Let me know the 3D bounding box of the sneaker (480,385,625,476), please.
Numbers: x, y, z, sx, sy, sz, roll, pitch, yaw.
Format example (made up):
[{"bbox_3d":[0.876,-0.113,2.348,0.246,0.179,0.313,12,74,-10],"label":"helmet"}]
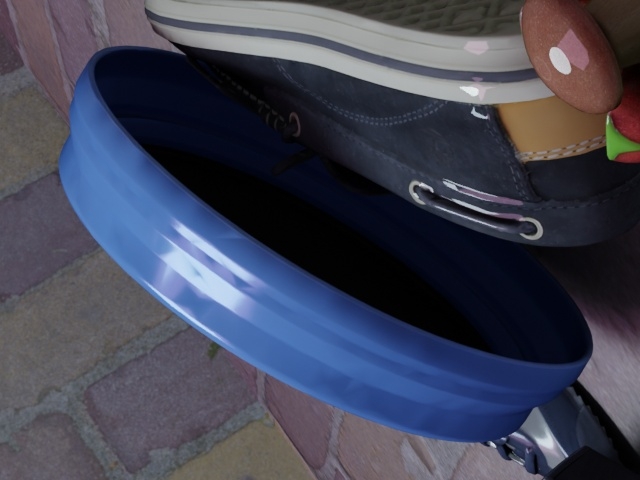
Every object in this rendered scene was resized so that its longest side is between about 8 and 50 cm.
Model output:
[{"bbox_3d":[0.117,0.130,1.434,0.319,0.131,0.112,46,163,33],"label":"sneaker"}]

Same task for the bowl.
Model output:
[{"bbox_3d":[0.000,0.000,1.186,0.391,0.077,0.391,28,-163,-9],"label":"bowl"}]

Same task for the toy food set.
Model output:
[{"bbox_3d":[0.122,-0.050,0.637,0.218,0.071,0.128,56,166,8],"label":"toy food set"}]

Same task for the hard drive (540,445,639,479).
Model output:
[{"bbox_3d":[0.232,0.243,1.324,0.172,0.054,0.254,28,156,13],"label":"hard drive"}]

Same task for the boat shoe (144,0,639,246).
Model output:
[{"bbox_3d":[0.034,-0.112,1.092,0.500,0.187,0.156,27,141,56],"label":"boat shoe"}]
